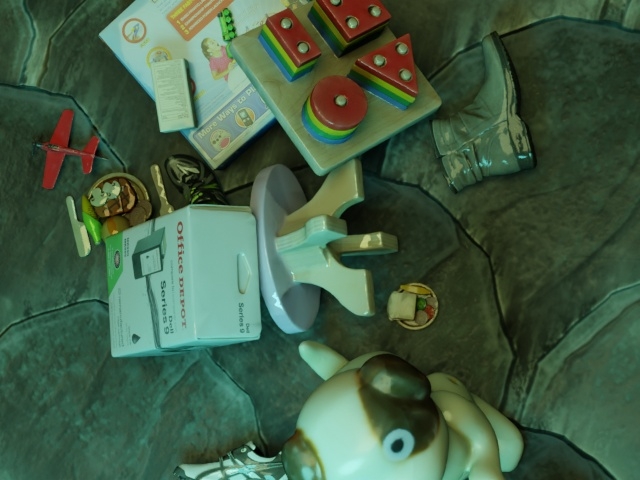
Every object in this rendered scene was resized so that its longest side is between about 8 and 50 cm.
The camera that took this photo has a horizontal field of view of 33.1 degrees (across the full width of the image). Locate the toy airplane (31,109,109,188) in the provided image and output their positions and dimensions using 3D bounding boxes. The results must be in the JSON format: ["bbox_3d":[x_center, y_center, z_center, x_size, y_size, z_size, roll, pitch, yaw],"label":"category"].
[{"bbox_3d":[-0.453,-0.159,1.929,0.151,0.028,0.151,-2,81,13],"label":"toy airplane"}]

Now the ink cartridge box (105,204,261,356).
[{"bbox_3d":[-0.225,0.069,1.721,0.289,0.121,0.211,-17,75,52],"label":"ink cartridge box"}]

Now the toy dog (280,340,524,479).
[{"bbox_3d":[0.103,0.276,1.548,0.284,0.408,0.395,-34,77,6],"label":"toy dog"}]

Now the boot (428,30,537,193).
[{"bbox_3d":[0.247,-0.209,1.749,0.161,0.083,0.246,-14,79,17],"label":"boot"}]

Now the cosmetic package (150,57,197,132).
[{"bbox_3d":[-0.240,-0.237,1.765,0.060,0.041,0.115,-7,92,4],"label":"cosmetic package"}]

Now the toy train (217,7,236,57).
[{"bbox_3d":[-0.151,-0.339,1.766,0.023,0.017,0.083,-13,92,15],"label":"toy train"}]

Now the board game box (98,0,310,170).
[{"bbox_3d":[-0.158,-0.330,1.819,0.308,0.086,0.302,-40,89,5],"label":"board game box"}]

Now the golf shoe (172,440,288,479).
[{"bbox_3d":[-0.141,0.374,1.772,0.198,0.077,0.094,7,73,7],"label":"golf shoe"}]

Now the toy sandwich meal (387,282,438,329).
[{"bbox_3d":[0.150,0.106,1.753,0.085,0.029,0.085,-2,83,13],"label":"toy sandwich meal"}]

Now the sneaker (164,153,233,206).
[{"bbox_3d":[-0.200,-0.078,1.834,0.067,0.078,0.188,-39,76,6],"label":"sneaker"}]

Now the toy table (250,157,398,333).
[{"bbox_3d":[0.000,0.000,1.706,0.161,0.252,0.274,-12,88,27],"label":"toy table"}]

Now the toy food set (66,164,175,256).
[{"bbox_3d":[-0.358,-0.056,1.888,0.192,0.038,0.132,-20,79,10],"label":"toy food set"}]

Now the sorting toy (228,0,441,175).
[{"bbox_3d":[0.036,-0.273,1.683,0.257,0.089,0.255,-31,82,-26],"label":"sorting toy"}]
